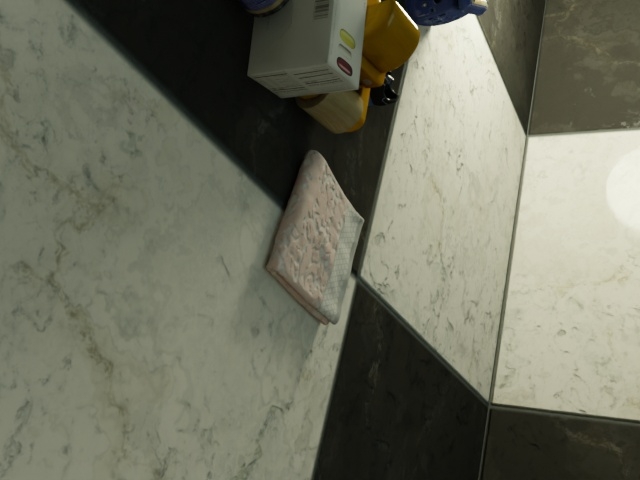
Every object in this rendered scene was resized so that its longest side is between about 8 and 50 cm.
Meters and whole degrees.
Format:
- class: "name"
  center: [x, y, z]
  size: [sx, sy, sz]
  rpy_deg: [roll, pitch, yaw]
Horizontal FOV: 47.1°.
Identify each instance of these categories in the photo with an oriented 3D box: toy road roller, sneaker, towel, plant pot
- class: "toy road roller"
  center: [0.093, -0.437, 1.747]
  size: [0.202, 0.241, 0.329]
  rpy_deg: [31, 64, -47]
- class: "sneaker"
  center: [0.142, -0.462, 1.999]
  size: [0.232, 0.090, 0.081]
  rpy_deg: [56, 45, -45]
- class: "towel"
  center: [0.000, 0.000, 1.800]
  size: [0.317, 0.053, 0.331]
  rpy_deg: [51, 47, -48]
- class: "plant pot"
  center: [0.405, -0.815, 2.329]
  size: [0.236, 0.212, 0.235]
  rpy_deg: [-19, 107, -57]

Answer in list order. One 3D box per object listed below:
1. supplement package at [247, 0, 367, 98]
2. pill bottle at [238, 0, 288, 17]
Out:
- class: "supplement package"
  center: [-0.024, -0.465, 1.601]
  size: [0.145, 0.204, 0.261]
  rpy_deg: [22, 71, -59]
- class: "pill bottle"
  center: [-0.153, -0.557, 1.458]
  size: [0.219, 0.123, 0.122]
  rpy_deg: [39, 57, -53]
